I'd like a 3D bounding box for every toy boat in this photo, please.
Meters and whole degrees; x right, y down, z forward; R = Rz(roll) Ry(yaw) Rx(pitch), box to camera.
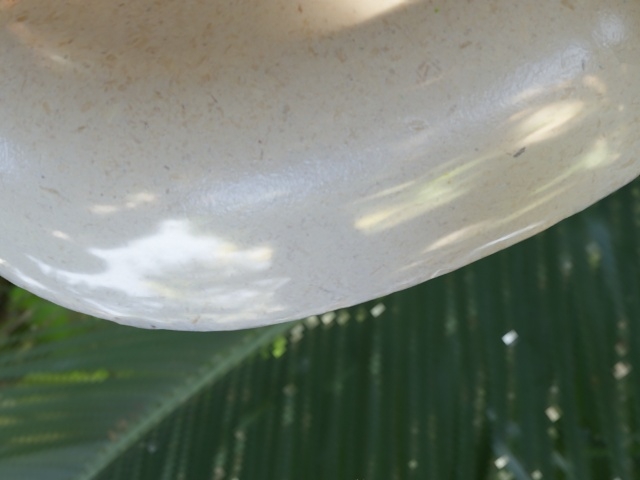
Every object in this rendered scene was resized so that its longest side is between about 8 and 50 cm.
[{"bbox_3d":[0.000,0.000,0.561,0.148,0.267,0.318,67,-167,-63],"label":"toy boat"}]
